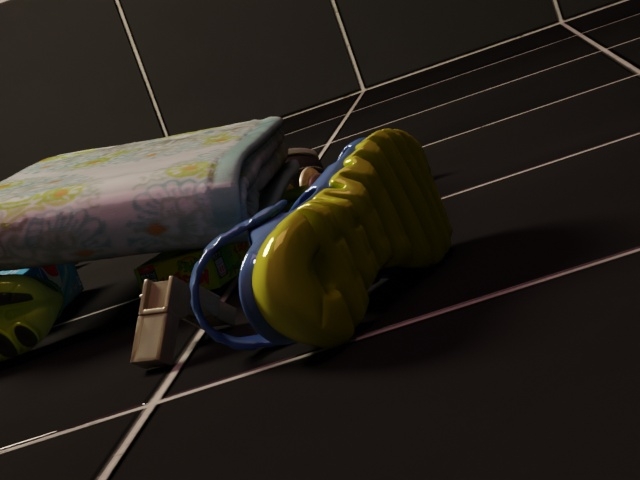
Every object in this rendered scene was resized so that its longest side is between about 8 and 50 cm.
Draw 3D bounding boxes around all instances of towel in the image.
[{"bbox_3d":[-0.202,-0.047,1.558,0.320,0.090,0.374,-10,11,10],"label":"towel"}]

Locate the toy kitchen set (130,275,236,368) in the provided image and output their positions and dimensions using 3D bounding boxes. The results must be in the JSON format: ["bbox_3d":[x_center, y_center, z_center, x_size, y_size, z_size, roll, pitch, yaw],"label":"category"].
[{"bbox_3d":[-0.127,0.080,1.211,0.068,0.075,0.083,-9,-26,36],"label":"toy kitchen set"}]

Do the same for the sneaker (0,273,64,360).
[{"bbox_3d":[-0.397,0.100,1.489,0.295,0.109,0.123,-11,2,14],"label":"sneaker"}]

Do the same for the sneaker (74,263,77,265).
[{"bbox_3d":[-0.372,0.038,2.013,0.035,0.031,0.083,-30,-5,42],"label":"sneaker"}]

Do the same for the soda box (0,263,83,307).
[{"bbox_3d":[-0.341,0.060,1.670,0.071,0.067,0.210,-19,10,7],"label":"soda box"}]

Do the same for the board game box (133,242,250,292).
[{"bbox_3d":[-0.113,0.013,1.538,0.092,0.043,0.181,-15,10,25],"label":"board game box"}]

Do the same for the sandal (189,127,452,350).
[{"bbox_3d":[0.000,0.000,1.145,0.138,0.126,0.317,-19,7,33],"label":"sandal"}]

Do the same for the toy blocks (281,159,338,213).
[{"bbox_3d":[0.034,-0.068,1.680,0.148,0.054,0.123,-14,10,31],"label":"toy blocks"}]

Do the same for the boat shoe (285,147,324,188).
[{"bbox_3d":[-0.080,-0.054,1.814,0.227,0.069,0.081,-21,-32,-34],"label":"boat shoe"}]
